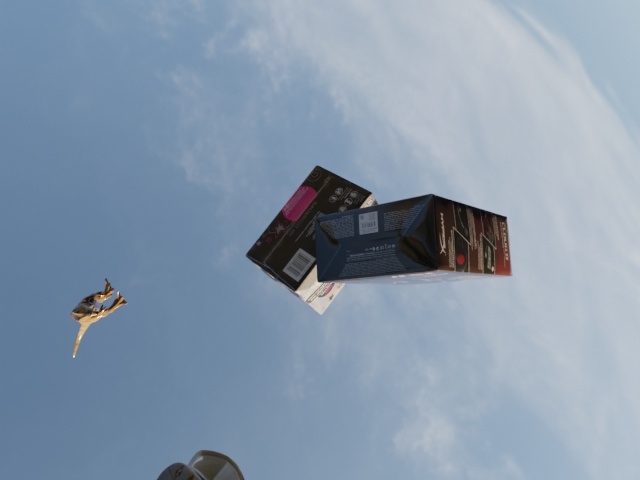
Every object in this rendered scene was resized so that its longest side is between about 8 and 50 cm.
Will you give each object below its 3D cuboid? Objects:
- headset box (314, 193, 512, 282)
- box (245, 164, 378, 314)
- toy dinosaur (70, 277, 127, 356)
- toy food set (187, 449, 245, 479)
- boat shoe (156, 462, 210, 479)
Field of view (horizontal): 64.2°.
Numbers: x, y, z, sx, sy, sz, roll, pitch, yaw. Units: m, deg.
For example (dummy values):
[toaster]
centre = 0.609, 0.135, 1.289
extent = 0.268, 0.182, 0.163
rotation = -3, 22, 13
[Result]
[headset box]
centre = 0.166, 0.013, 0.844
extent = 0.293, 0.217, 0.110
rotation = 7, -102, -49
[box]
centre = 0.000, 0.000, 1.067
extent = 0.247, 0.163, 0.142
rotation = -53, -34, -8
[toy dinosaur]
centre = -0.404, 0.126, 0.891
extent = 0.112, 0.211, 0.064
rotation = -38, -95, -30
[toy food set]
centre = -0.153, 0.469, 0.669
extent = 0.092, 0.220, 0.306
rotation = 8, -143, -37
[boat shoe]
centre = -0.059, 0.227, 0.338
extent = 0.178, 0.064, 0.060
rotation = 40, -179, 38
